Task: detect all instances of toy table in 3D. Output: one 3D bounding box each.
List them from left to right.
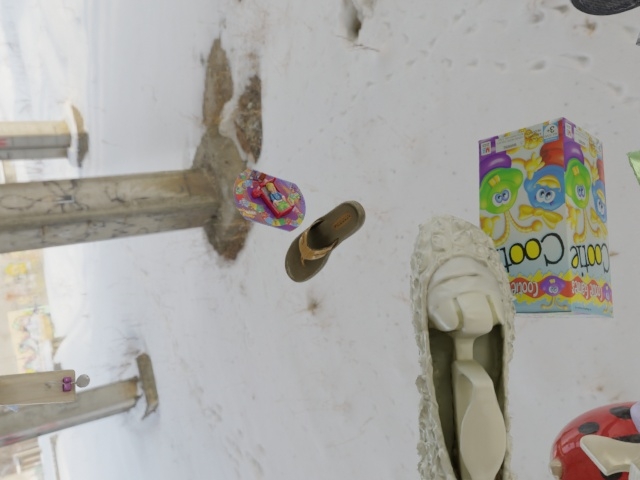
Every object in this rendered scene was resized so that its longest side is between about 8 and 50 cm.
[{"bbox_3d":[0.616,0.425,0.924,0.252,0.161,0.274,67,173,-26],"label":"toy table"}]

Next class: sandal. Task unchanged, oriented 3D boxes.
[{"bbox_3d":[0.000,0.000,0.888,0.180,0.049,0.072,-43,79,19],"label":"sandal"}]

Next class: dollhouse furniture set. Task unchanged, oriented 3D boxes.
[{"bbox_3d":[-0.219,0.152,0.394,0.091,0.081,0.114,-48,47,43],"label":"dollhouse furniture set"}]

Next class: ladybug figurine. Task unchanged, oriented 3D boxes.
[{"bbox_3d":[0.763,0.504,1.225,0.305,0.449,0.162,-101,5,-50],"label":"ladybug figurine"}]

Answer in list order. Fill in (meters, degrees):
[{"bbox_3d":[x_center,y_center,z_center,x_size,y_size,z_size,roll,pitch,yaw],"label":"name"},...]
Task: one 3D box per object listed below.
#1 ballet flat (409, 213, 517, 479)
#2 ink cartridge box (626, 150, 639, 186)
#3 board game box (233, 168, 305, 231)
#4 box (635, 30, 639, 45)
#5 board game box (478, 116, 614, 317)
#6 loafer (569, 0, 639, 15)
[{"bbox_3d":[0.193,0.152,0.666,0.147,0.147,0.409,-23,64,59],"label":"ballet flat"},{"bbox_3d":[0.271,0.028,0.243,0.056,0.171,0.235,64,-158,-62],"label":"ink cartridge box"},{"bbox_3d":[-0.101,-0.094,1.121,0.033,0.168,0.133,-46,34,50],"label":"board game box"},{"bbox_3d":[0.572,-0.389,0.748,0.103,0.261,0.184,13,99,11],"label":"box"},{"bbox_3d":[0.342,-0.022,0.807,0.142,0.144,0.275,-9,75,49],"label":"board game box"},{"bbox_3d":[0.292,-0.294,0.365,0.302,0.109,0.095,126,153,-66],"label":"loafer"}]
